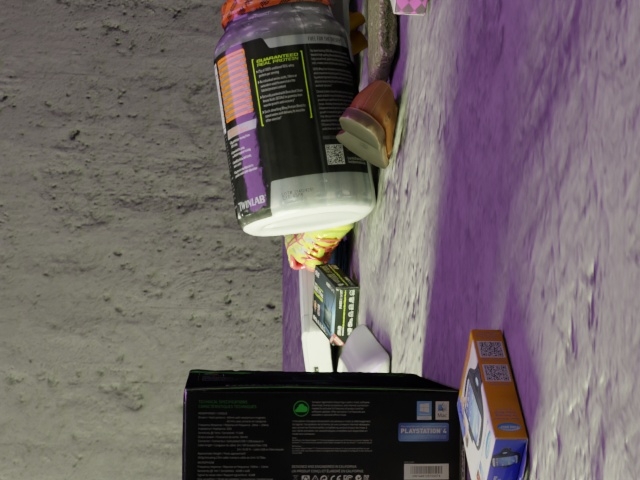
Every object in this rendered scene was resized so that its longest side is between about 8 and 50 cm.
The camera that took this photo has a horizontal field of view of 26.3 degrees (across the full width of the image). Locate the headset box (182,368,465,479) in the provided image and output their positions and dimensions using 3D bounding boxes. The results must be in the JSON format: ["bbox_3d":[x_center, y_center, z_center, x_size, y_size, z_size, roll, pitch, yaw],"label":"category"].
[{"bbox_3d":[-0.007,0.195,1.304,0.283,0.246,0.131,147,124,-85],"label":"headset box"}]

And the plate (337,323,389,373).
[{"bbox_3d":[0.049,0.263,1.797,0.278,0.045,0.277,-129,41,-83],"label":"plate"}]

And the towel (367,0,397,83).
[{"bbox_3d":[0.079,-0.277,1.724,0.110,0.027,0.148,108,164,-70],"label":"towel"}]

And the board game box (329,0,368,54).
[{"bbox_3d":[-0.063,-0.496,1.923,0.390,0.050,0.390,50,161,29],"label":"board game box"}]

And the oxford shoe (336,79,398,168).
[{"bbox_3d":[0.068,-0.142,1.687,0.076,0.076,0.212,-58,-3,-9],"label":"oxford shoe"}]

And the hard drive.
[{"bbox_3d":[-0.008,0.080,2.329,0.233,0.047,0.353,83,-177,-50],"label":"hard drive"}]

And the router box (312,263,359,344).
[{"bbox_3d":[0.022,0.096,2.066,0.122,0.038,0.092,-136,48,-68],"label":"router box"}]

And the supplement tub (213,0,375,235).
[{"bbox_3d":[-0.040,-0.175,1.863,0.193,0.194,0.316,121,141,-80],"label":"supplement tub"}]

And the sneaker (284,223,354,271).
[{"bbox_3d":[0.000,0.000,2.125,0.208,0.081,0.094,154,118,-69],"label":"sneaker"}]

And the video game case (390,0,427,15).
[{"bbox_3d":[0.097,-0.393,1.467,0.210,0.042,0.232,-97,10,-52],"label":"video game case"}]

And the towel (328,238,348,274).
[{"bbox_3d":[0.029,0.060,2.180,0.067,0.029,0.119,106,164,-70],"label":"towel"}]

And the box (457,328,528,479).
[{"bbox_3d":[0.127,0.140,1.020,0.136,0.028,0.081,-92,6,-54],"label":"box"}]
